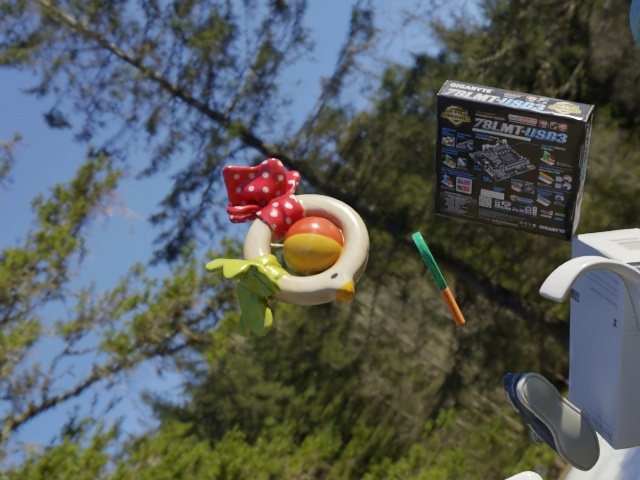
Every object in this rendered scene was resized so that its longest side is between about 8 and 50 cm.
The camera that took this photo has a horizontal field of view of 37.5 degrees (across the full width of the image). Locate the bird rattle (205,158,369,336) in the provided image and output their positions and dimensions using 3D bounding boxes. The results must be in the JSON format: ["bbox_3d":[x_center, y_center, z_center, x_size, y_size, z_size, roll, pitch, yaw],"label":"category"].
[{"bbox_3d":[-0.038,0.007,1.241,0.143,0.207,0.253,86,-167,-46],"label":"bird rattle"}]

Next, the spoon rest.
[{"bbox_3d":[0.420,0.091,1.214,0.084,0.276,0.137,-65,17,1],"label":"spoon rest"}]

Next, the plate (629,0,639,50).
[{"bbox_3d":[0.554,-0.315,1.495,0.024,0.188,0.188,-34,-17,-11],"label":"plate"}]

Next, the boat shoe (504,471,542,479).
[{"bbox_3d":[0.330,0.487,1.739,0.184,0.066,0.063,-19,0,0],"label":"boat shoe"}]

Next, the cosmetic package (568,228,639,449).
[{"bbox_3d":[0.606,0.190,1.862,0.217,0.156,0.384,-128,35,-71],"label":"cosmetic package"}]

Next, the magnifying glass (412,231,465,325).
[{"bbox_3d":[0.264,0.086,2.118,0.026,0.231,0.092,-28,6,6],"label":"magnifying glass"}]

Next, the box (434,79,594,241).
[{"bbox_3d":[0.375,-0.156,1.873,0.073,0.296,0.293,-54,-31,-45],"label":"box"}]

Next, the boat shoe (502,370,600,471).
[{"bbox_3d":[0.447,0.351,1.835,0.095,0.254,0.079,-52,19,-15],"label":"boat shoe"}]
